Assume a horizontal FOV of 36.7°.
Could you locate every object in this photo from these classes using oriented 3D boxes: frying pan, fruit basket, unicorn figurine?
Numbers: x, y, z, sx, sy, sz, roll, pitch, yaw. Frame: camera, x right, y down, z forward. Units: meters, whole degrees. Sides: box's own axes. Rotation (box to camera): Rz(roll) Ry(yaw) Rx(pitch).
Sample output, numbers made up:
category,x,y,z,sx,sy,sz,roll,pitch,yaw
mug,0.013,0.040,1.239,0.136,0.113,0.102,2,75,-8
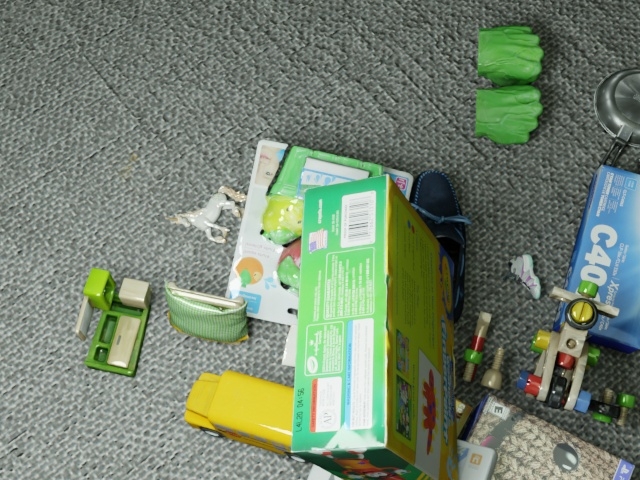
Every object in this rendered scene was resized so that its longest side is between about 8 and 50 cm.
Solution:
category,x,y,z,sx,sy,sz,roll,pitch,yaw
frying pan,0.648,-0.262,2.096,0.326,0.053,0.197,-34,74,-16
fruit basket,0.000,0.000,1.916,0.326,0.165,0.353,13,79,-5
unicorn figurine,-0.227,-0.049,1.990,0.111,0.060,0.162,34,57,11

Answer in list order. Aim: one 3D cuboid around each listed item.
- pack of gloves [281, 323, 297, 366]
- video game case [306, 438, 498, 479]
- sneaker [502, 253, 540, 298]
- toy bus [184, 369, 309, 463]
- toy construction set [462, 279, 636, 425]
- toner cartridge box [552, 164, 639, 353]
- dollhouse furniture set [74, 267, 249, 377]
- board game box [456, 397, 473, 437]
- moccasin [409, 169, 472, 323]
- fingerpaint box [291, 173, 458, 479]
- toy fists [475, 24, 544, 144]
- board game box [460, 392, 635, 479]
category,x,y,z,sx,sy,sz,roll,pitch,yaw
pack of gloves,0.060,0.174,1.867,0.232,0.046,0.195,14,90,-10
video game case,0.116,0.471,1.711,0.328,0.036,0.300,9,65,32
sneaker,0.406,0.079,1.969,0.069,0.038,0.098,-11,61,-4
toy bus,-0.092,0.326,1.784,0.332,0.130,0.108,13,67,17
toy construction set,0.426,0.186,1.815,0.308,0.257,0.237,13,85,34
toner cartridge box,0.595,0.036,1.946,0.165,0.075,0.348,17,78,4
dollhouse furniture set,-0.293,0.177,1.825,0.301,0.197,0.151,11,69,3
board game box,0.163,0.386,1.845,0.165,0.042,0.243,30,72,10
moccasin,0.251,0.009,1.945,0.137,0.117,0.342,-5,70,-4
fingerpaint box,0.101,0.175,1.622,0.163,0.371,0.445,-9,63,22
toy fists,0.410,-0.337,2.091,0.142,0.096,0.279,2,71,10
board game box,0.382,0.458,1.773,0.291,0.141,0.232,25,71,8
